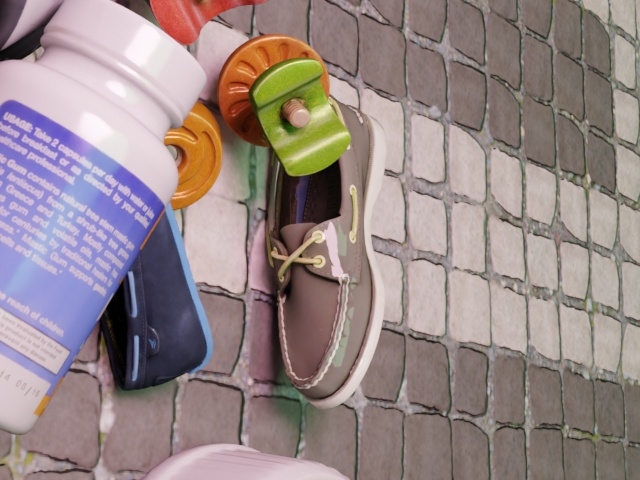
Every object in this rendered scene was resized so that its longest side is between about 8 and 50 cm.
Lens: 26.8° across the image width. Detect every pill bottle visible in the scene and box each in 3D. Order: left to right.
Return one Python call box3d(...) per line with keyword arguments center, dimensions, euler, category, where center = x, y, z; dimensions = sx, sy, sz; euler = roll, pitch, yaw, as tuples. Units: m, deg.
box3d(center=(-0.189, -0.023, 0.894), dimensions=(0.152, 0.152, 0.272), euler=(40, 76, -40), category="pill bottle")

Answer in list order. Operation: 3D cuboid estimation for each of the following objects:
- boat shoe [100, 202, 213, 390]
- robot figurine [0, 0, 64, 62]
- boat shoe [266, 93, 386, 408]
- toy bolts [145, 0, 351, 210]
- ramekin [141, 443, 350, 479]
box3d(center=(-0.159, 0.003, 1.032), dimensions=(0.089, 0.109, 0.258), euler=(-28, 107, -22), category="boat shoe")
box3d(center=(-0.226, -0.236, 0.948), dimensions=(0.173, 0.209, 0.278), euler=(51, 44, -7), category="robot figurine")
box3d(center=(-0.004, 0.001, 1.232), dimensions=(0.091, 0.109, 0.305), euler=(32, 53, -43), category="boat shoe")
box3d(center=(-0.111, -0.158, 1.146), dimensions=(0.218, 0.158, 0.228), euler=(-26, 119, -10), category="toy bolts")
box3d(center=(-0.045, 0.299, 1.096), dimensions=(0.273, 0.127, 0.273), euler=(14, 72, -49), category="ramekin")
